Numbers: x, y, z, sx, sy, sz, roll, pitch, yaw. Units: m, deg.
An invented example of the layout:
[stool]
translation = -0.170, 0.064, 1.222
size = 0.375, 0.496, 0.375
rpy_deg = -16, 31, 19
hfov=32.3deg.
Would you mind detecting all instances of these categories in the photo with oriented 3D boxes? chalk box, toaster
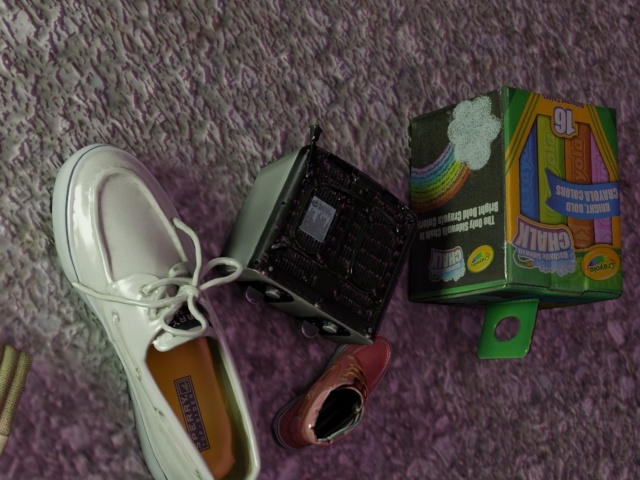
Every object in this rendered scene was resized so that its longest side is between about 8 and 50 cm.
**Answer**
[chalk box]
translation = 0.222, -0.008, 1.273
size = 0.179, 0.180, 0.288
rpy_deg = 6, 80, -31
[toaster]
translation = 0.000, 0.000, 1.172
size = 0.168, 0.110, 0.185
rpy_deg = 33, 67, -24

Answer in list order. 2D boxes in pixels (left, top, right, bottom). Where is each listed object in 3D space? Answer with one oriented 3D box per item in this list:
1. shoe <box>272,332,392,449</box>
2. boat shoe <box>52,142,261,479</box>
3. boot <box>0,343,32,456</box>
[shoe]
translation = 0.031, 0.159, 1.182
size = 0.178, 0.081, 0.063
rpy_deg = -40, 103, -30
[boat shoe]
translation = -0.141, 0.075, 1.044
size = 0.136, 0.156, 0.367
rpy_deg = -17, 92, -33
[boot]
translation = -0.375, 0.171, 0.924
size = 0.203, 0.095, 0.261
rpy_deg = 33, 63, -25
